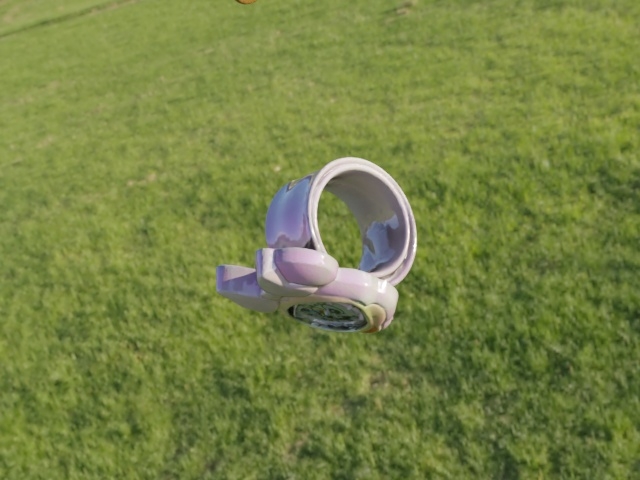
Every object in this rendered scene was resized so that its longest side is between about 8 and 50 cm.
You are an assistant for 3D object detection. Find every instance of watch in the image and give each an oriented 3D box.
[{"bbox_3d":[0.000,0.000,1.179,0.211,0.248,0.218,-22,52,51],"label":"watch"}]

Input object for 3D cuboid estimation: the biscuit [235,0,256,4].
[{"bbox_3d":[-0.043,-0.279,0.741,0.250,0.165,0.036,-24,60,-28],"label":"biscuit"}]
